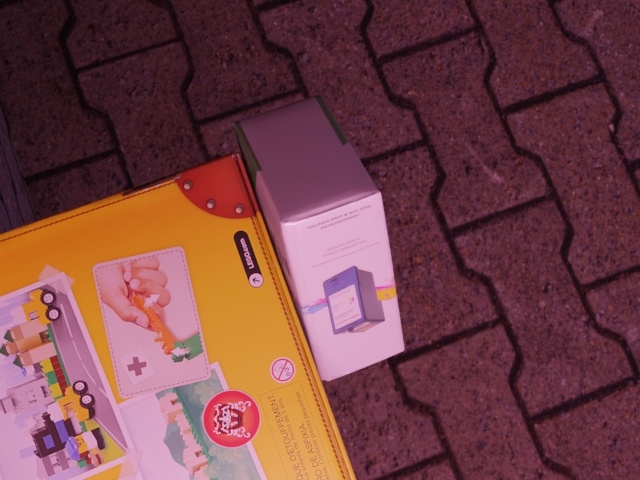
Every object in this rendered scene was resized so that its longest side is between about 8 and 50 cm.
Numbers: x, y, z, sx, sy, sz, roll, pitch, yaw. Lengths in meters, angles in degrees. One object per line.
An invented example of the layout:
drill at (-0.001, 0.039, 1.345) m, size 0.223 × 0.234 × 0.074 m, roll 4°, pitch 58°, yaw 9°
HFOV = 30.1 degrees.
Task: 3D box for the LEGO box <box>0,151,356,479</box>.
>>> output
LEGO box at (-0.170, 0.218, 1.095) m, size 0.193 × 0.372 × 0.500 m, roll 139°, pitch -68°, yaw -82°

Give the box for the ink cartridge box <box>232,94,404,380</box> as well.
ink cartridge box at (0.000, 0.000, 1.092) m, size 0.154 × 0.093 × 0.212 m, roll -118°, pitch -167°, yaw -45°
